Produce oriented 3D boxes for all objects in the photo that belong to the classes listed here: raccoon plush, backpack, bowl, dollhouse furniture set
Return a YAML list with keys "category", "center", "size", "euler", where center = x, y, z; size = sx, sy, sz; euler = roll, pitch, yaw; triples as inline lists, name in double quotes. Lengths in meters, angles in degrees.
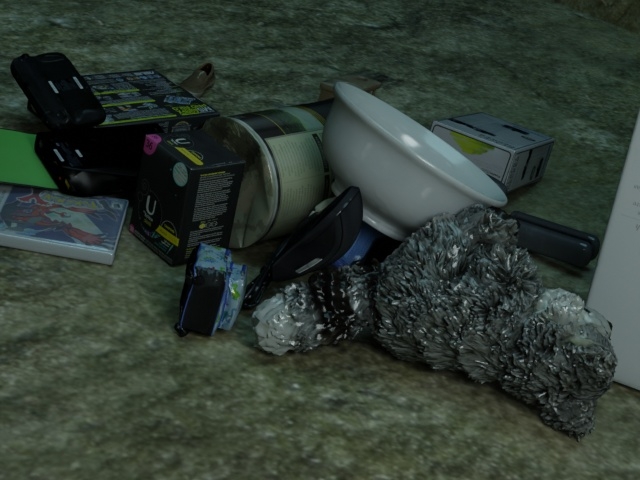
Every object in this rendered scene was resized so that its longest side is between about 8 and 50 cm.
- category: "raccoon plush"
  center: [0.168, 0.158, 1.586]
  size: [0.447, 0.216, 0.299]
  euler: [-24, 52, -7]
- category: "backpack"
  center: [-0.142, 0.063, 1.615]
  size: [0.084, 0.105, 0.114]
  euler: [12, 25, -8]
- category: "bowl"
  center: [0.110, -0.090, 1.734]
  size: [0.298, 0.134, 0.298]
  euler: [32, 15, -9]
- category: "dollhouse furniture set"
  center: [0.096, -0.216, 2.263]
  size: [0.184, 0.129, 0.129]
  euler: [25, 28, 24]

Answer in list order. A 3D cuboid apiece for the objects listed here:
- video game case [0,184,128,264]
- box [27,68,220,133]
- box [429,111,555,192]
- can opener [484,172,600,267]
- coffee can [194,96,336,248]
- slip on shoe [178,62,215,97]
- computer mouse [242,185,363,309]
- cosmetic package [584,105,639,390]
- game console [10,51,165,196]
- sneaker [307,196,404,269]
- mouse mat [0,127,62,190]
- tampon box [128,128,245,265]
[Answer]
- category: "video game case"
  center: [-0.391, -0.032, 1.775]
  size: [0.201, 0.023, 0.183]
  euler: [11, 26, -7]
- category: "box"
  center: [-0.349, -0.230, 2.155]
  size: [0.270, 0.060, 0.216]
  euler: [-13, 37, -42]
- category: "box"
  center: [0.318, -0.166, 2.269]
  size: [0.169, 0.087, 0.290]
  euler: [24, 18, 21]
- category: "can opener"
  center: [0.340, -0.043, 2.071]
  size: [0.283, 0.095, 0.076]
  euler: [19, 26, 26]
- category: "coffee can"
  center: [-0.048, -0.111, 1.899]
  size: [0.201, 0.201, 0.275]
  euler: [32, 31, 33]
- category: "slip on shoe"
  center: [-0.243, -0.318, 2.401]
  size: [0.051, 0.041, 0.135]
  euler: [20, 27, 13]
- category: "computer mouse"
  center: [0.000, 0.000, 1.664]
  size: [0.060, 0.262, 0.184]
  euler: [44, 39, -5]
- category: "cosmetic package"
  center: [0.507, -0.032, 1.716]
  size: [0.162, 0.453, 0.230]
  euler: [20, 26, 21]
- category: "game console"
  center: [-0.381, -0.198, 1.967]
  size: [0.213, 0.044, 0.361]
  euler: [-8, 45, -36]
- category: "sneaker"
  center: [0.115, -0.001, 1.884]
  size: [0.330, 0.129, 0.147]
  euler: [-19, 55, -43]
- category: "mouse mat"
  center: [-0.491, -0.130, 1.841]
  size: [0.190, 0.007, 0.152]
  euler: [7, 35, -32]
- category: "tampon box"
  center: [-0.197, -0.065, 1.779]
  size: [0.101, 0.161, 0.120]
  euler: [-11, 35, -41]
